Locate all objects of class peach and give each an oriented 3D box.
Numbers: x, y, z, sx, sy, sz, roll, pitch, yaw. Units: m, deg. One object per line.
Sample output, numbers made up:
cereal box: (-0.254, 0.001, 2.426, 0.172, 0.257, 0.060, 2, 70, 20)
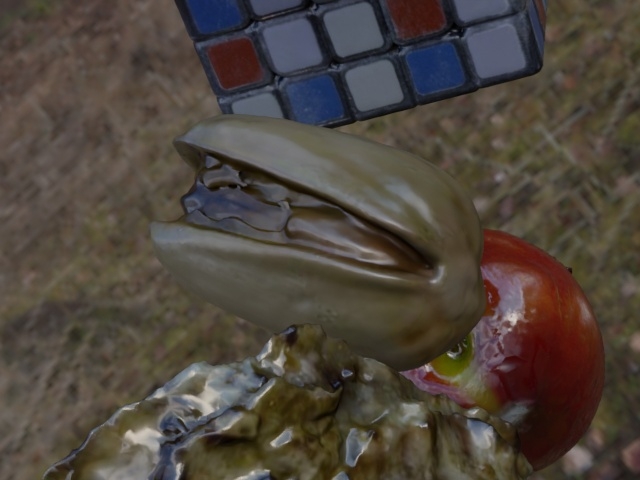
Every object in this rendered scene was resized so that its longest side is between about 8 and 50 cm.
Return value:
peach: (0.205, 0.134, 1.809, 0.281, 0.281, 0.338, -36, -20, 17)

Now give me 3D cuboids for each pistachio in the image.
pistachio: (0.000, 0.000, 0.915, 0.131, 0.206, 0.130, 63, -132, -73)

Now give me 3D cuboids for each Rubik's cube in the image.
Rubik's cube: (0.029, -0.288, 1.376, 0.287, 0.293, 0.292, -13, 26, 17)

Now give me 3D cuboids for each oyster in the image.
oyster: (0.045, 0.179, 0.804, 0.204, 0.396, 0.111, -48, 27, -4)
